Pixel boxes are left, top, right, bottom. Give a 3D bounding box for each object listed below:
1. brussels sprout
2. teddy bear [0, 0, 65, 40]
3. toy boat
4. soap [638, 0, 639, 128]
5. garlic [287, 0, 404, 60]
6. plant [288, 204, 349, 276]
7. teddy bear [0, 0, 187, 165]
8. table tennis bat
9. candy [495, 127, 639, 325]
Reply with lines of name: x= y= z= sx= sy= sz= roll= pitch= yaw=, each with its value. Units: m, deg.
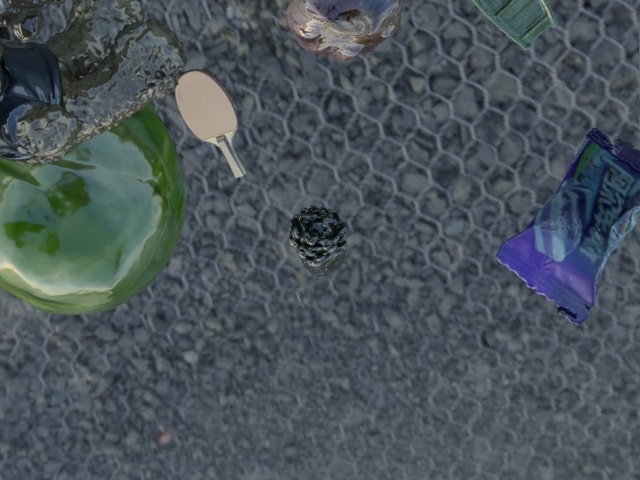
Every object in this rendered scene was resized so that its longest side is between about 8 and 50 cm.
brussels sprout: x=-0.326 y=-0.070 z=1.314 sx=0.289 sy=0.355 sz=0.281 roll=-58 pitch=160 yaw=-17
teddy bear: x=-0.414 y=-0.317 z=1.338 sx=0.190 sy=0.140 sz=0.177 roll=-5 pitch=165 yaw=32
toy boat: x=0.231 y=-0.397 z=1.512 sx=0.093 sy=0.055 sz=0.293 roll=-41 pitch=120 yaw=10
soap: x=0.513 y=-0.249 z=1.192 sx=0.296 sy=0.285 sz=0.107 roll=-10 pitch=157 yaw=39
garlic: x=0.058 y=-0.441 z=2.043 sx=0.245 sy=0.160 sz=0.245 roll=-16 pitch=144 yaw=-12
plant: x=0.000 y=0.000 z=1.679 sx=0.094 sy=0.092 sz=0.143 roll=-24 pitch=155 yaw=-2
teddy bear: x=-0.227 y=-0.120 z=0.828 sx=0.251 sy=0.182 sz=0.129 roll=-13 pitch=128 yaw=-39
table tennis bat: x=-0.194 y=-0.216 z=1.972 sx=0.130 sy=0.019 sz=0.220 roll=-12 pitch=112 yaw=41
candy: x=0.358 y=-0.026 z=1.420 sx=0.275 sy=0.145 sz=0.070 roll=-50 pitch=170 yaw=-19
